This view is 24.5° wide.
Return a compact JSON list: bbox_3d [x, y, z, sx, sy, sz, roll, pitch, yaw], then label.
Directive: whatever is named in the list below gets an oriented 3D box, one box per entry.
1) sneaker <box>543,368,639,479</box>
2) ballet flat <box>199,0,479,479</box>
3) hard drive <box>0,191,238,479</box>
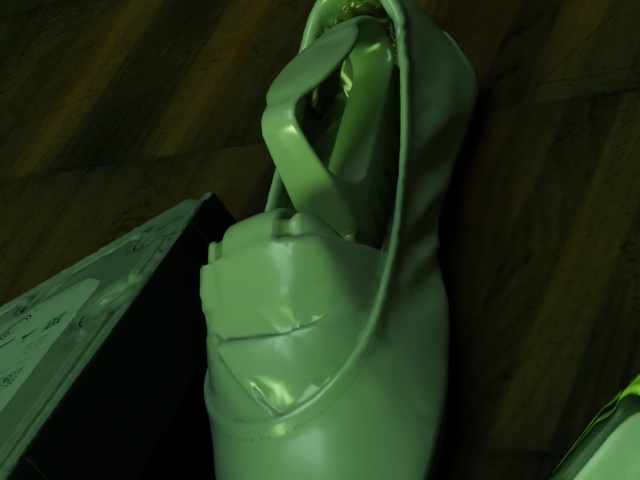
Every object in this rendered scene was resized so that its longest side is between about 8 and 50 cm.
[{"bbox_3d":[0.057,0.213,0.468,0.147,0.145,0.384,38,97,12],"label":"sneaker"},{"bbox_3d":[0.000,0.000,0.791,0.139,0.139,0.400,-16,39,29],"label":"ballet flat"},{"bbox_3d":[-0.179,0.112,0.779,0.237,0.064,0.339,-28,17,27],"label":"hard drive"}]
